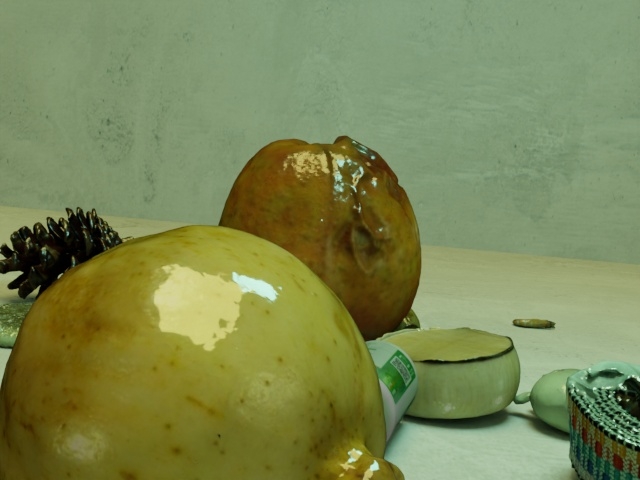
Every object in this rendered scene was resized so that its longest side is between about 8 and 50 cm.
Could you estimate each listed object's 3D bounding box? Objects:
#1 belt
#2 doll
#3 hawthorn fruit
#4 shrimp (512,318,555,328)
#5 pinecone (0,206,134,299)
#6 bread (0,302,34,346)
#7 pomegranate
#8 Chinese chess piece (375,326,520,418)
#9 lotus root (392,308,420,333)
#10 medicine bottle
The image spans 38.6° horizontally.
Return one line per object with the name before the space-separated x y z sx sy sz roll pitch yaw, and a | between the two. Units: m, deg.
belt | 0.450 0.267 1.242 0.207 0.150 0.257 -3 19 -7
doll | 0.444 0.263 1.484 0.155 0.113 0.275 -5 13 -40
hawthorn fruit | 0.000 0.000 1.924 0.472 0.471 0.472 5 8 -1
shrimp | 0.540 0.209 2.323 0.108 0.023 0.059 5 -1 -6
pinecone | -0.573 0.045 2.072 0.309 0.243 0.244 -12 11 -11
bread | -0.569 0.163 1.804 0.267 0.040 0.267 5 8 -1
pomegranate | -0.095 0.178 0.847 0.410 0.409 0.410 5 8 -1
Chinese chess piece | 0.213 0.222 1.574 0.257 0.104 0.257 -1 8 0
lotus root | 0.157 0.165 2.110 0.110 0.097 0.258 5 11 -24
medicine bottle | 0.058 0.237 1.346 0.134 0.133 0.274 7 8 14
